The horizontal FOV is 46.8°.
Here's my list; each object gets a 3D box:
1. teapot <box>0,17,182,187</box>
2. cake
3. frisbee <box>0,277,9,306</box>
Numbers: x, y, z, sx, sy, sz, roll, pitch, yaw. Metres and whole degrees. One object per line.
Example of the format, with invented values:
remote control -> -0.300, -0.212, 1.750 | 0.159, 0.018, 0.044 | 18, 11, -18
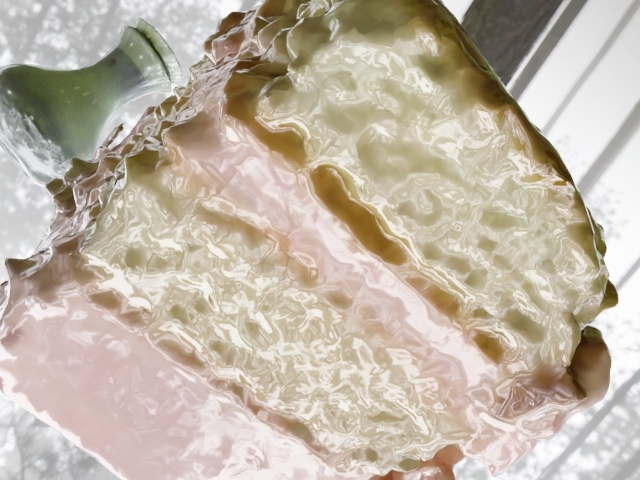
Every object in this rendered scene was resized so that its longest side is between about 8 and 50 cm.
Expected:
teapot -> -0.318, -0.192, 1.008 | 0.183, 0.251, 0.183 | 41, 157, 21
cake -> 0.000, 0.000, 0.486 | 0.293, 0.307, 0.314 | 46, -162, -16
frisbee -> -0.296, 0.063, 0.681 | 0.035, 0.192, 0.192 | 52, -168, -16
